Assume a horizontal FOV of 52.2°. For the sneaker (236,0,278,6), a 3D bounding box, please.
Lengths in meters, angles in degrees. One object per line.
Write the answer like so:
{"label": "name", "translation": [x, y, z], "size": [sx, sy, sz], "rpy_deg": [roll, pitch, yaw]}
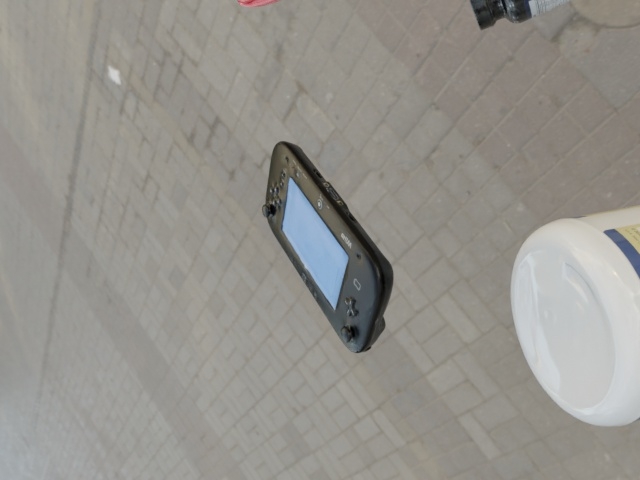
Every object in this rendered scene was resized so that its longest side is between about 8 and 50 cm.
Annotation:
{"label": "sneaker", "translation": [-0.116, -0.435, 1.046], "size": [0.314, 0.136, 0.116], "rpy_deg": [16, 149, 52]}

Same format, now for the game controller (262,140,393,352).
{"label": "game controller", "translation": [0.000, 0.000, 0.906], "size": [0.319, 0.067, 0.166], "rpy_deg": [54, 154, 39]}

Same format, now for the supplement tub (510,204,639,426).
{"label": "supplement tub", "translation": [0.406, 0.064, 0.736], "size": [0.228, 0.316, 0.228], "rpy_deg": [170, 90, -78]}

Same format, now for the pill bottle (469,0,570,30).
{"label": "pill bottle", "translation": [0.346, -0.426, 1.047], "size": [0.219, 0.123, 0.123], "rpy_deg": [-20, 99, 18]}
